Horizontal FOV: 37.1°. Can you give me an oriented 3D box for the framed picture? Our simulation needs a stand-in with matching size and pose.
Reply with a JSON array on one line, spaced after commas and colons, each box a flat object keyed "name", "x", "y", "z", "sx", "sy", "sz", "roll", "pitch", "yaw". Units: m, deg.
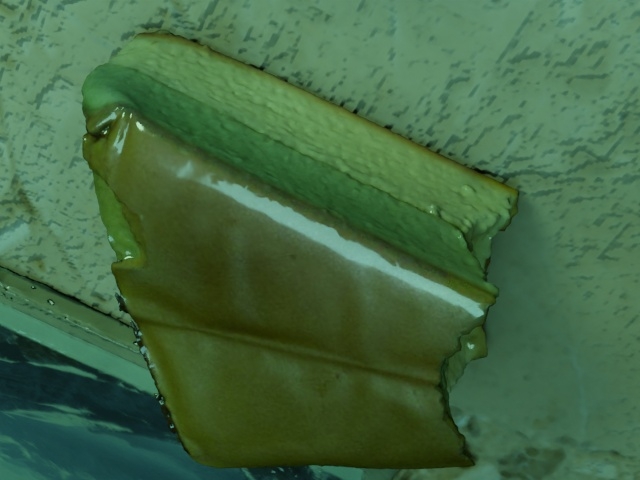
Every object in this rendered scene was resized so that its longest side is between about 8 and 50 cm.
[{"name": "framed picture", "x": -0.139, "y": 0.158, "z": 0.671, "sx": 0.335, "sy": 0.022, "sz": 0.247, "roll": 25, "pitch": 126, "yaw": 0}]

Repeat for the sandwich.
[{"name": "sandwich", "x": 0.000, "y": 0.000, "z": 0.472, "sx": 0.186, "sy": 0.108, "sz": 0.220, "roll": -6, "pitch": 117, "yaw": 21}]
